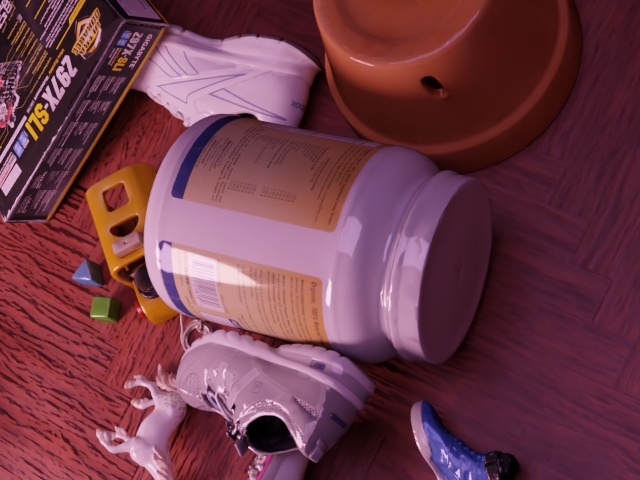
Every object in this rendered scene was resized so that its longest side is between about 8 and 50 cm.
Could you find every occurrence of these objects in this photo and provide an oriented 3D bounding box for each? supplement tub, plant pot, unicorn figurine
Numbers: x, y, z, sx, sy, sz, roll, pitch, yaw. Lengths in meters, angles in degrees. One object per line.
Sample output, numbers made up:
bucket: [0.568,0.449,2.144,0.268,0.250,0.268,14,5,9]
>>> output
supplement tub: [0.000,0.000,1.348,0.316,0.228,0.228,13,79,25]
plant pot: [0.118,-0.238,1.388,0.291,0.203,0.291,-7,72,21]
unicorn figurine: [-0.192,0.223,1.451,0.111,0.060,0.162,18,81,27]

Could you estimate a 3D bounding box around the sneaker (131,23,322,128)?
sneaker: [-0.148,-0.185,1.539,0.297,0.111,0.129,9,83,26]

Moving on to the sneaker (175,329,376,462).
sneaker: [-0.074,0.166,1.329,0.281,0.105,0.115,-5,48,52]

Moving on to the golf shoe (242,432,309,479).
golf shoe: [-0.050,0.353,1.341,0.140,0.115,0.306,20,75,-3]

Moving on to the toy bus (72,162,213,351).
toy bus: [-0.202,0.011,1.497,0.202,0.104,0.191,17,81,26]

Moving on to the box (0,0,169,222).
box: [-0.350,-0.223,1.583,0.257,0.079,0.322,50,120,26]

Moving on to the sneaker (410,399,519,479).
sneaker: [0.155,0.221,1.307,0.084,0.058,0.152,-29,69,18]
